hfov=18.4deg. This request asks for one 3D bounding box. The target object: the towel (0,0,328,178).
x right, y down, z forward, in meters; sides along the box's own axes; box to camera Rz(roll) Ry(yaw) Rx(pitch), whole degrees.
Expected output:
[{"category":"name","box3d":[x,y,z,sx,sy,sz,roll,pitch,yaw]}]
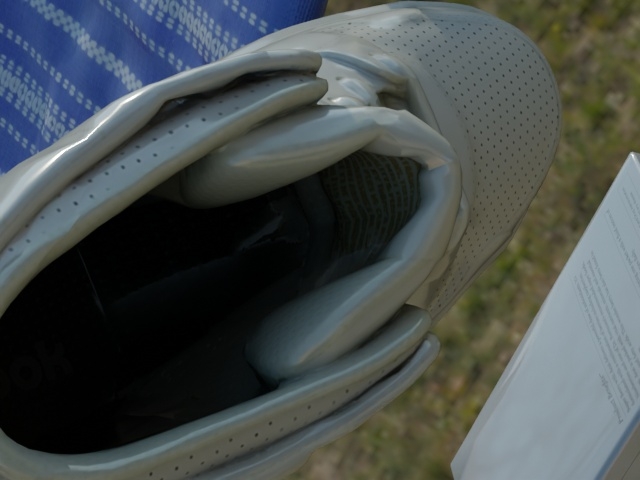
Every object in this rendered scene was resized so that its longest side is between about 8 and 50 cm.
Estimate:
[{"category":"towel","box3d":[-0.072,-0.109,0.711,0.243,0.040,0.336,41,122,48]}]

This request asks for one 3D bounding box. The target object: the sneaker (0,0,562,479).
[{"category":"sneaker","box3d":[0.000,0.000,0.491,0.292,0.108,0.169,-30,9,-38]}]

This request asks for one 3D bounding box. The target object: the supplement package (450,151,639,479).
[{"category":"supplement package","box3d":[0.237,0.122,1.326,0.177,0.175,0.293,-103,34,-52]}]
